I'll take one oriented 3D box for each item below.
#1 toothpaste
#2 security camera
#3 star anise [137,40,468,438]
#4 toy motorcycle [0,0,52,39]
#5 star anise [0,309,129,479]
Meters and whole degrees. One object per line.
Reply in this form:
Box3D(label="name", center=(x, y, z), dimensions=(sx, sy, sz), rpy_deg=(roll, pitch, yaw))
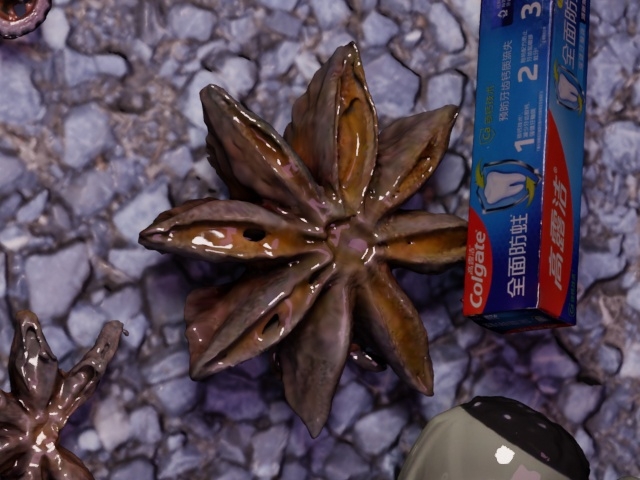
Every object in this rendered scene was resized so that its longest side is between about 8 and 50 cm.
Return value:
Box3D(label="toothpaste", center=(0.175, -0.084, 1.642), dimensions=(0.066, 0.076, 0.320), rpy_deg=(24, 65, -48))
Box3D(label="security camera", center=(0.190, 0.251, 1.664), dimensions=(0.277, 0.197, 0.191), rpy_deg=(31, 95, -9))
Box3D(label="star anise", center=(-0.002, -0.001, 1.617), dimensions=(0.332, 0.118, 0.331), rpy_deg=(1, 88, -27))
Box3D(label="toy motorcycle", center=(-0.314, -0.222, 1.519), dimensions=(0.215, 0.080, 0.122), rpy_deg=(3, 91, -15))
Box3D(label="star anise", center=(-0.240, 0.160, 1.565), dimensions=(0.172, 0.063, 0.208), rpy_deg=(3, 91, -18))
